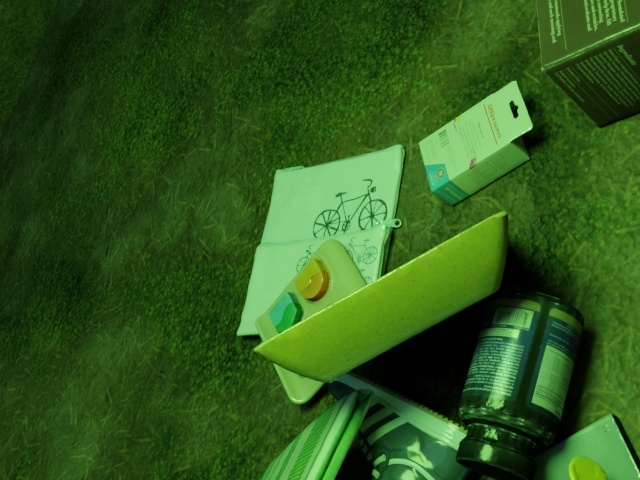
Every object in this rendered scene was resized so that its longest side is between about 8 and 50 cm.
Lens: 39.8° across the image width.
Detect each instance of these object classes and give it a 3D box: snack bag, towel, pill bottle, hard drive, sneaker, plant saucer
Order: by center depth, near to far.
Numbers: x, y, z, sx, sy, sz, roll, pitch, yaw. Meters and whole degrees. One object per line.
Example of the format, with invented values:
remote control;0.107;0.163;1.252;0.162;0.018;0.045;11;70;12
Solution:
hard drive;0.311;0.279;1.048;0.135;0.022;0.094;-38;45;24
pill bottle;0.241;0.179;1.089;0.122;0.123;0.219;0;62;45
plant saucer;0.105;0.086;1.149;0.332;0.333;0.081;-29;82;6
towel;-0.046;0.348;1.202;0.325;0.038;0.248;-53;5;48
sneaker;0.084;0.284;1.218;0.282;0.099;0.153;20;81;46
snack bag;0.000;0.000;1.520;0.323;0.037;0.343;-8;62;43

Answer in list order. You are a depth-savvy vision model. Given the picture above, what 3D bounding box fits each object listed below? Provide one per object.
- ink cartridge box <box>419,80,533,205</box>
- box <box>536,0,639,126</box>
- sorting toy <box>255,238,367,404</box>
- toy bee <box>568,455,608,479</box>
ink cartridge box;0.245;-0.145;1.335;0.181;0.061;0.104;-32;48;29
box;0.413;-0.286;1.167;0.203;0.167;0.169;-19;54;37
sorting toy;-0.011;0.125;1.406;0.208;0.038;0.193;-47;47;19
toy bee;0.287;0.345;0.927;0.298;0.162;0.195;-51;44;10
